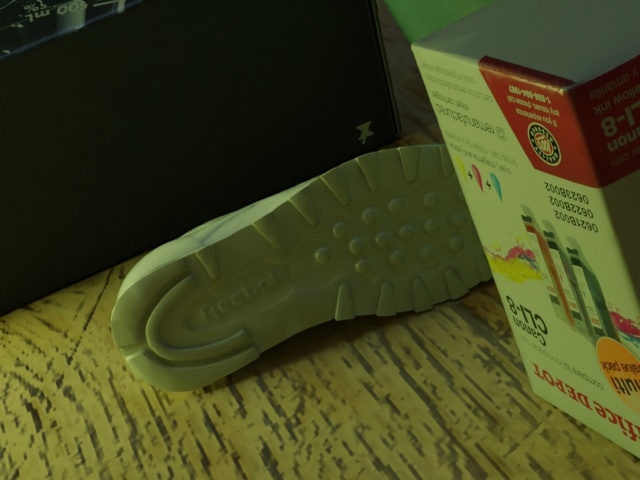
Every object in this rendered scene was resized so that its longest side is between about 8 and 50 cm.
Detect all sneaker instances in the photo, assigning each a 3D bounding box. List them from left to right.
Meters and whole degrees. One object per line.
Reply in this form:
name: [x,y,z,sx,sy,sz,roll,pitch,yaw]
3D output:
sneaker: [0.000,0.000,0.808,0.235,0.090,0.095,-18,13,1]

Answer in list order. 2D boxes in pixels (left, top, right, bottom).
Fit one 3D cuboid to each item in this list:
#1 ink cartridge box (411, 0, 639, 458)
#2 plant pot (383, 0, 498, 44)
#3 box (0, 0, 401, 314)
ink cartridge box: [0.141,-0.018,0.602,0.127,0.176,0.128,-29,23,-14]
plant pot: [0.178,-0.131,0.804,0.290,0.195,0.290,-17,23,7]
box: [-0.171,-0.147,1.053,0.343,0.179,0.312,-25,41,-11]
